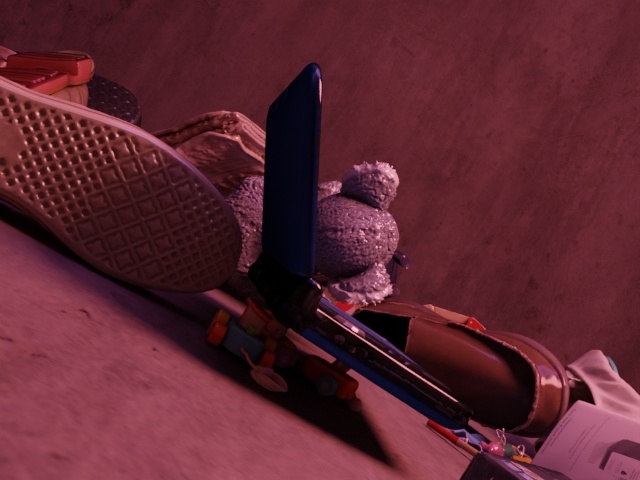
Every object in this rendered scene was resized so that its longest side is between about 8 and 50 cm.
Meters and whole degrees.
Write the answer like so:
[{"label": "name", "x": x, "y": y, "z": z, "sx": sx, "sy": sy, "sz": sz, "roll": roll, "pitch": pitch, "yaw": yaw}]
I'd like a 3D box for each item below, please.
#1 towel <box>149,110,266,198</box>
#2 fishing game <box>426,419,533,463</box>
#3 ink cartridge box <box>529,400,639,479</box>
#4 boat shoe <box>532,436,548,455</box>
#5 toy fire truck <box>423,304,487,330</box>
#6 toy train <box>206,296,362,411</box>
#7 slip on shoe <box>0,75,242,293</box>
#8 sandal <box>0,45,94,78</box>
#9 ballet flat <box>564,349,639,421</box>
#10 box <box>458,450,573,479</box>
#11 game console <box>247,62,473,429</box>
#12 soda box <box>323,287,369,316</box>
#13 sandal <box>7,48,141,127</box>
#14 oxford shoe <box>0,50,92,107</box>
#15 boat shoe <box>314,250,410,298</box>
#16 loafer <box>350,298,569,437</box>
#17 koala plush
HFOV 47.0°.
[{"label": "towel", "x": -0.183, "y": -0.088, "z": 1.009, "sx": 0.282, "sy": 0.049, "sz": 0.187, "roll": -15, "pitch": -24, "yaw": 25}, {"label": "fishing game", "x": 0.245, "y": 0.261, "z": 0.861, "sx": 0.189, "sy": 0.041, "sz": 0.264, "roll": 28, "pitch": -2, "yaw": 45}, {"label": "ink cartridge box", "x": 0.317, "y": 0.242, "z": 0.647, "sx": 0.158, "sy": 0.092, "sz": 0.218, "roll": 43, "pitch": -11, "yaw": -15}, {"label": "boat shoe", "x": 0.400, "y": 0.340, "z": 1.026, "sx": 0.226, "sy": 0.083, "sz": 0.075, "roll": 17, "pitch": 2, "yaw": 37}, {"label": "toy fire truck", "x": 0.184, "y": 0.163, "z": 1.300, "sx": 0.192, "sy": 0.135, "sz": 0.047, "roll": 31, "pitch": 0, "yaw": 12}, {"label": "toy train", "x": -0.025, "y": 0.095, "z": 0.641, "sx": 0.125, "sy": 0.046, "sz": 0.166, "roll": 31, "pitch": 0, "yaw": 29}, {"label": "slip on shoe", "x": -0.218, "y": -0.058, "z": 0.634, "sx": 0.331, "sy": 0.123, "sz": 0.101, "roll": 26, "pitch": -3, "yaw": -12}, {"label": "sandal", "x": -0.465, "y": -0.257, "z": 1.072, "sx": 0.120, "sy": 0.086, "sz": 0.303, "roll": 27, "pitch": 34, "yaw": 21}, {"label": "ballet flat", "x": 0.366, "y": 0.237, "z": 0.998, "sx": 0.139, "sy": 0.139, "sz": 0.400, "roll": 31, "pitch": 7, "yaw": 4}, {"label": "box", "x": 0.213, "y": 0.232, "z": 0.479, "sx": 0.232, "sy": 0.059, "sz": 0.183, "roll": 32, "pitch": 0, "yaw": 39}, {"label": "game console", "x": 0.028, "y": 0.002, "z": 0.662, "sx": 0.250, "sy": 0.173, "sz": 0.293, "roll": 34, "pitch": -2, "yaw": -10}, {"label": "soda box", "x": 0.075, "y": 0.141, "z": 1.257, "sx": 0.181, "sy": 0.061, "sz": 0.058, "roll": 31, "pitch": 0, "yaw": 38}, {"label": "sandal", "x": -0.466, "y": -0.226, "z": 1.213, "sx": 0.445, "sy": 0.107, "sz": 0.167, "roll": 22, "pitch": 36, "yaw": 24}, {"label": "oxford shoe", "x": -0.349, "y": -0.142, "z": 0.871, "sx": 0.123, "sy": 0.130, "sz": 0.348, "roll": 6, "pitch": 20, "yaw": 3}, {"label": "boat shoe", "x": -0.002, "y": 0.036, "z": 1.203, "sx": 0.158, "sy": 0.127, "sz": 0.340, "roll": 30, "pitch": -12, "yaw": -26}, {"label": "loafer", "x": 0.167, "y": 0.174, "z": 1.019, "sx": 0.130, "sy": 0.134, "sz": 0.366, "roll": 7, "pitch": 4, "yaw": -39}, {"label": "koala plush", "x": 0.000, "y": 0.000, "z": 0.903, "sx": 0.221, "sy": 0.196, "sz": 0.203, "roll": 1, "pitch": -12, "yaw": 41}]
